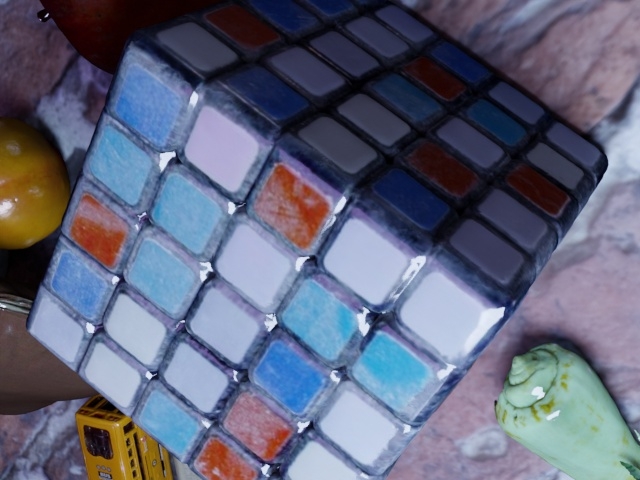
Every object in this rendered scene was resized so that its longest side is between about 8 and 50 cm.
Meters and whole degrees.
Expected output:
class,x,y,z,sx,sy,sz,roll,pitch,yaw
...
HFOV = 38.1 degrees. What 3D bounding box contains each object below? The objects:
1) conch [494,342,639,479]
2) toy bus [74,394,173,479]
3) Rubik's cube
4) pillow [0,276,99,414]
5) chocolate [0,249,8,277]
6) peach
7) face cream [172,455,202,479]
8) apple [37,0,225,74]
class,x,y,z,sx,sy,sz,roll,pitch,yaw
conch,0.215,0.165,0.804,0.170,0.079,0.106,49,142,-7
toy bus,-0.226,0.269,1.087,0.083,0.088,0.194,5,115,26
Rubik's cube,0.000,0.000,0.710,0.287,0.293,0.292,37,124,9
pillow,-0.351,0.119,0.984,0.305,0.308,0.108,-21,63,33
chocolate,-0.434,0.026,1.050,0.147,0.221,0.221,14,120,4
peach,-0.330,-0.058,0.968,0.138,0.138,0.138,12,118,24
face cream,-0.114,0.177,0.981,0.137,0.084,0.341,-15,109,-6
apple,-0.132,-0.240,0.725,0.234,0.234,0.234,12,118,24
